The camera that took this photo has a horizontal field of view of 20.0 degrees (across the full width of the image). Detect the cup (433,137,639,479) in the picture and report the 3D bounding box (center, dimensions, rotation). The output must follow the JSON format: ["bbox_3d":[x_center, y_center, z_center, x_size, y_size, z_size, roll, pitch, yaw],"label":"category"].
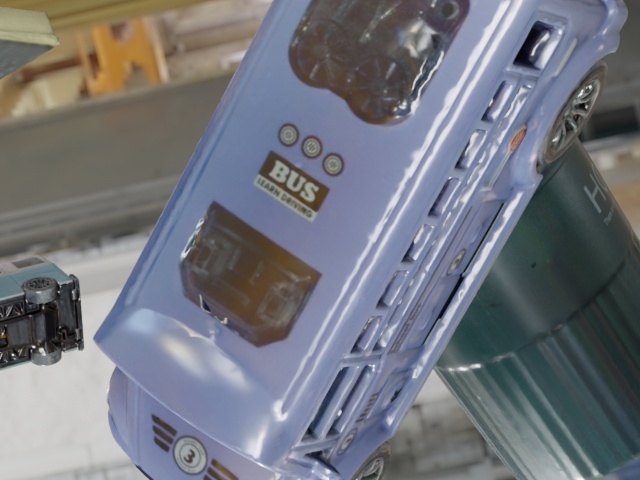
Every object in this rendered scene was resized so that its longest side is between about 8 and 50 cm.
[{"bbox_3d":[0.198,0.056,1.764,0.292,0.242,0.308,54,174,-16],"label":"cup"}]

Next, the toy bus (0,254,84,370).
[{"bbox_3d":[-0.228,0.052,1.215,0.075,0.123,0.060,36,133,52],"label":"toy bus"}]

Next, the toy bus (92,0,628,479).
[{"bbox_3d":[0.000,0.000,0.763,0.292,0.125,0.133,-61,-20,15],"label":"toy bus"}]

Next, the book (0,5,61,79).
[{"bbox_3d":[-0.339,-0.055,0.861,0.374,0.262,0.028,-3,-110,-56],"label":"book"}]
